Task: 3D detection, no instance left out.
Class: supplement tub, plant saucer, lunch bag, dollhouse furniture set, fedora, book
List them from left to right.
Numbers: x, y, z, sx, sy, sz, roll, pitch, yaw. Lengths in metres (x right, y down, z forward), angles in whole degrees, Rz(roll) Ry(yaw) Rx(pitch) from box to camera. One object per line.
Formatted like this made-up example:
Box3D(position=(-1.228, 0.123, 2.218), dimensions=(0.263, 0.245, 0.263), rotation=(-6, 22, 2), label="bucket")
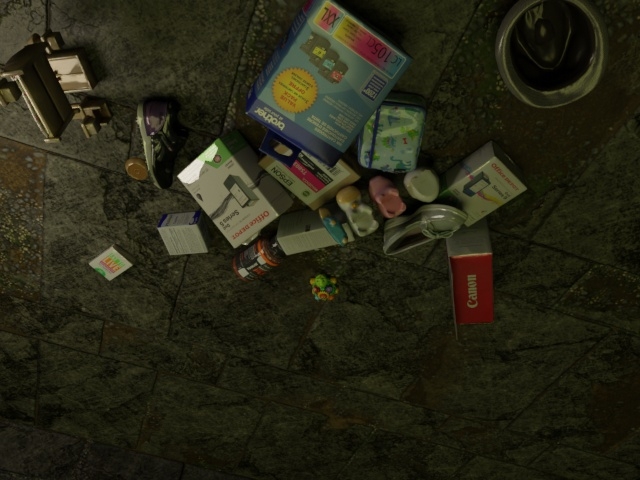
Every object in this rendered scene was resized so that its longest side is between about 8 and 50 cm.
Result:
Box3D(position=(-0.713, -0.335, 1.541), dimensions=(0.173, 0.356, 0.303), rotation=(-3, 133, 10), label="dollhouse furniture set")
Box3D(position=(-0.730, 0.075, 2.142), dimensions=(0.144, 0.035, 0.096), rotation=(-30, 119, 31), label="book")
Box3D(position=(-0.557, -0.214, 1.864), dimensions=(0.083, 0.015, 0.083), rotation=(4, 133, 4), label="plant saucer")
Box3D(position=(-0.189, 0.052, 2.004), dimensions=(0.198, 0.106, 0.106), rotation=(-33, 121, 31), label="supplement tub")
Box3D(position=(0.189, -0.291, 1.660), dimensions=(0.176, 0.090, 0.219), rotation=(9, 132, 2), label="lunch bag")
Box3D(position=(0.534, -0.463, 1.434), dimensions=(0.243, 0.124, 0.275), rotation=(-24, 117, 23), label="fedora")

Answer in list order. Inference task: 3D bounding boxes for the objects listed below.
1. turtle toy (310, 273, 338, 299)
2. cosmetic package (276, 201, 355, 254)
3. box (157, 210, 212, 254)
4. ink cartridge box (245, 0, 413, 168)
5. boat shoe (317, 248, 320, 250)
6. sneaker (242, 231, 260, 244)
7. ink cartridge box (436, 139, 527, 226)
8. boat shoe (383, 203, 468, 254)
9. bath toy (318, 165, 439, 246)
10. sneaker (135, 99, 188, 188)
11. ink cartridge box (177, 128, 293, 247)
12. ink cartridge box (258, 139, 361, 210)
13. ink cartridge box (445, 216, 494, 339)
Box3D(position=(0.010, 0.161, 2.108), dimensions=(0.095, 0.066, 0.130), rotation=(-4, 132, 10), label="turtle toy")
Box3D(position=(-0.011, -0.041, 1.892), dimensions=(0.231, 0.117, 0.085), rotation=(-14, 131, 17), label="cosmetic package")
Box3D(position=(-0.439, -0.023, 1.986), dimensions=(0.137, 0.072, 0.126), rotation=(-4, 132, 10), label="box")
Box3D(position=(-0.005, -0.370, 1.503), dimensions=(0.270, 0.151, 0.395), rotation=(30, 114, -19), label="ink cartridge box")
Box3D(position=(0.000, 0.000, 1.963), dimensions=(0.184, 0.063, 0.066), rotation=(-15, 129, 18), label="boat shoe")
Box3D(position=(-0.192, -0.079, 1.894), dimensions=(0.087, 0.092, 0.229), rotation=(23, 129, -12), label="sneaker")
Box3D(position=(0.454, -0.160, 1.745), dimensions=(0.154, 0.093, 0.212), rotation=(38, 124, -25), label="ink cartridge box")
Box3D(position=(0.301, -0.029, 1.797), dimensions=(0.118, 0.103, 0.320), rotation=(24, 157, -31), label="boat shoe")
Box3D(position=(0.169, -0.115, 1.747), dimensions=(0.348, 0.129, 0.151), rotation=(-26, 95, -3), label="bath toy")
Box3D(position=(-0.436, -0.265, 1.748), dimensions=(0.124, 0.107, 0.283), rotation=(-2, 132, 0), label="sneaker")
Box3D(position=(-0.243, -0.146, 1.760), dimensions=(0.198, 0.115, 0.273), rotation=(-34, 97, 30), label="ink cartridge box")
Box3D(position=(-0.029, -0.222, 1.747), dimensions=(0.193, 0.088, 0.234), rotation=(-35, 121, 30), label="ink cartridge box")
Box3D(position=(0.458, 0.108, 1.868), dimensions=(0.130, 0.272, 0.310), rotation=(-5, 132, 12), label="ink cartridge box")
